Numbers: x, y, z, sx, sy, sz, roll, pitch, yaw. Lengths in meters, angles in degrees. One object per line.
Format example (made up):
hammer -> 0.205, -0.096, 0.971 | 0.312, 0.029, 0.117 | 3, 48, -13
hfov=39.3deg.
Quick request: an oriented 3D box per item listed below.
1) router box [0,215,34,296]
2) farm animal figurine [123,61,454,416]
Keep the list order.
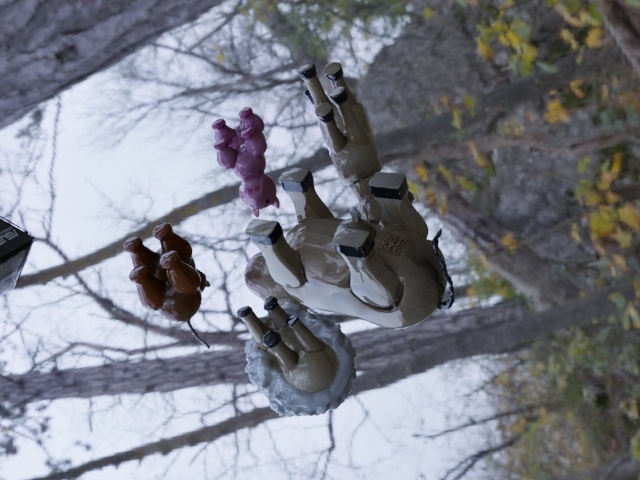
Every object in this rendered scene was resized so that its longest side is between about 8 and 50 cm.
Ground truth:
router box -> -0.215, 0.008, 0.446 | 0.092, 0.038, 0.122 | 30, -159, 1
farm animal figurine -> 0.000, 0.000, 0.872 | 0.330, 0.326, 0.172 | -46, -47, -19
